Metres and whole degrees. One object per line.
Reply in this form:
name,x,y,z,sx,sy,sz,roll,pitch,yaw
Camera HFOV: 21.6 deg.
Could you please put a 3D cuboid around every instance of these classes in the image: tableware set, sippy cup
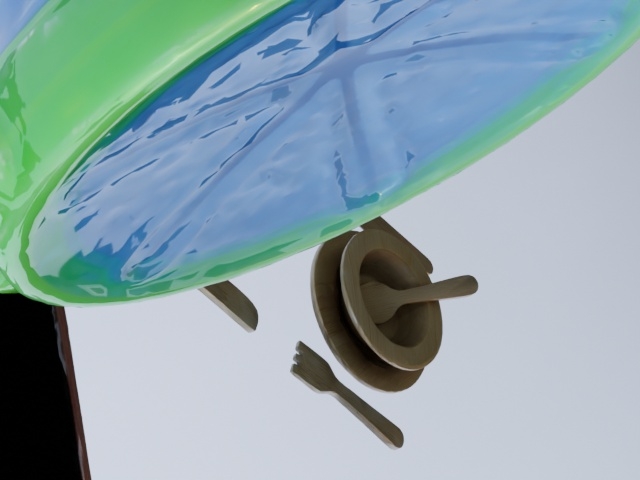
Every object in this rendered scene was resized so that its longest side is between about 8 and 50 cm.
tableware set,0.000,0.000,0.815,0.194,0.039,0.128,41,-139,-29
sippy cup,-0.035,-0.130,0.512,0.224,0.305,0.240,62,171,15

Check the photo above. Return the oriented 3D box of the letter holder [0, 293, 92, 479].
letter holder,-0.191,0.103,0.827,0.214,0.152,0.302,15,115,60
